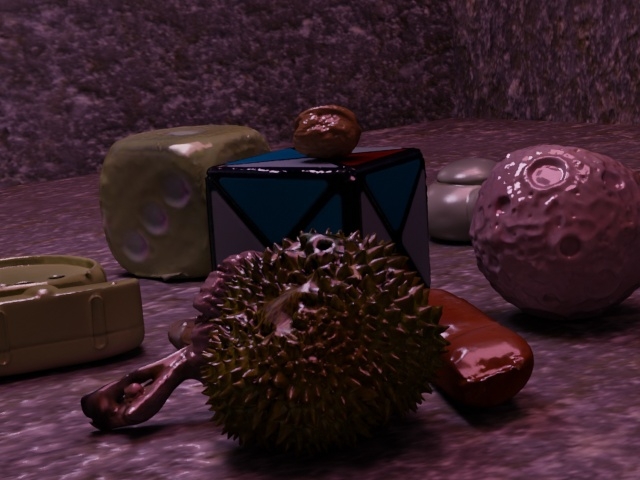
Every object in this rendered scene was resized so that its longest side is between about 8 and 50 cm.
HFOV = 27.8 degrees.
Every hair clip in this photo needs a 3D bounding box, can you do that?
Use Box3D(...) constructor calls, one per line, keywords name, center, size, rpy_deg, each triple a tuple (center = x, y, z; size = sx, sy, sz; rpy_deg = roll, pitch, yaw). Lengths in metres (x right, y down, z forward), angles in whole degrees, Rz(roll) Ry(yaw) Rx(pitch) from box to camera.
Box3D(name="hair clip", center=(-0.132, 0.133, 1.494), size=(0.300, 0.173, 0.069), rpy_deg=(-32, 22, -23))

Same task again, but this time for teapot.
Box3D(name="teapot", center=(0.310, -0.073, 2.380), size=(0.220, 0.149, 0.318), rpy_deg=(-14, 13, -36))

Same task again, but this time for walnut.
Box3D(name="walnut", center=(0.010, -0.149, 1.776), size=(0.096, 0.082, 0.079), rpy_deg=(-1, 39, 8))

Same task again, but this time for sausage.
Box3D(name="sausage", center=(0.164, 0.127, 1.539), size=(0.097, 0.094, 0.348), rpy_deg=(-19, 15, -8))

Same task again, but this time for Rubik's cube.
Box3D(name="Rubik's cube", center=(0.000, 0.000, 1.853), size=(0.248, 0.246, 0.250), rpy_deg=(2, 12, 29))

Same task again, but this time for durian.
Box3D(name="durian", center=(0.006, 0.101, 1.375), size=(0.291, 0.224, 0.291), rpy_deg=(-3, 17, 1))

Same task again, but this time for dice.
Box3D(name="dice", center=(-0.233, -0.073, 2.318), size=(0.252, 0.249, 0.254), rpy_deg=(1, 12, 29))

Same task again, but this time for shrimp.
Box3D(name="shrimp", center=(-0.107, 0.136, 1.695), size=(0.145, 0.059, 0.254), rpy_deg=(-1, 4, -32))

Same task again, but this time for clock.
Box3D(name="clock", center=(-0.427, 0.097, 1.848), size=(0.286, 0.117, 0.348), rpy_deg=(-8, 11, -24))

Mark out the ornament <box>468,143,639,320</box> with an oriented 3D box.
Box3D(name="ornament", center=(0.336, -0.004, 1.789), size=(0.259, 0.225, 0.259), rpy_deg=(16, -10, 3))
